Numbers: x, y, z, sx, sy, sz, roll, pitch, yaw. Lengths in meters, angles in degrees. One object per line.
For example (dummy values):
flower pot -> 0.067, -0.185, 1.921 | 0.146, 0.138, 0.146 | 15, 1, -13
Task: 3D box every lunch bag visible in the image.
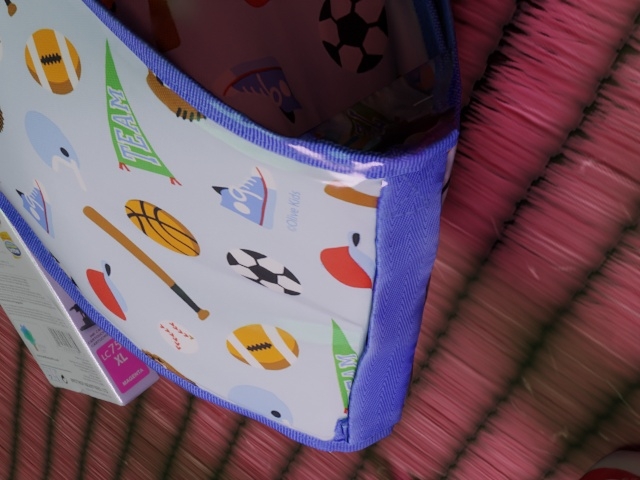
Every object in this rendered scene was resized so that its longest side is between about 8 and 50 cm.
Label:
lunch bag -> -0.062, -0.087, 1.114 | 0.385, 0.239, 0.328 | 48, 155, 26

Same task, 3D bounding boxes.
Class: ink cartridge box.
ink cartridge box -> -0.296, 0.022, 1.884 | 0.186, 0.065, 0.311 | 5, 131, 59

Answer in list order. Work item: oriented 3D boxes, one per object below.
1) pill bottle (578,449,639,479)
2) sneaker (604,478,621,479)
pill bottle -> 0.141, 0.294, 1.169 | 0.176, 0.318, 0.176 | 39, 153, 24
sneaker -> 0.215, 0.223, 1.030 | 0.229, 0.092, 0.087 | 41, 160, -26
